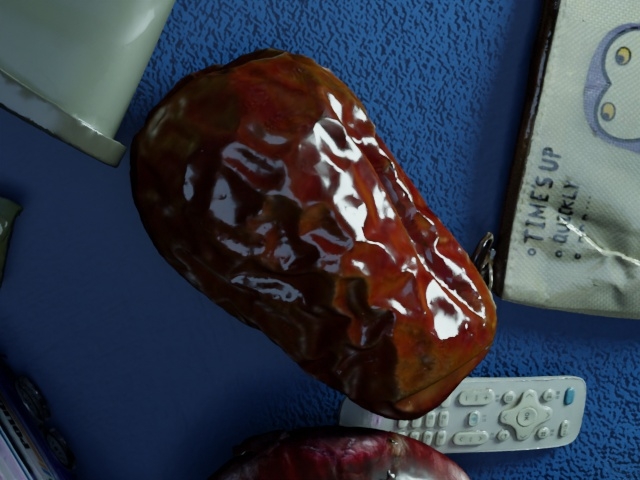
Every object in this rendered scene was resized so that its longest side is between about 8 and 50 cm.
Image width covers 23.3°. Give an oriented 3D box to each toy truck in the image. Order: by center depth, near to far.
[{"bbox_3d":[-0.256,0.232,1.283,0.124,0.155,0.268,-34,80,2],"label":"toy truck"}]

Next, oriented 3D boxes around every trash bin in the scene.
[{"bbox_3d":[-0.200,-0.217,1.218,0.219,0.220,0.250,28,90,-11],"label":"trash bin"}]

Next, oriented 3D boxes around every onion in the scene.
[{"bbox_3d":[0.014,0.305,1.313,0.313,0.232,0.314,-1,102,-4],"label":"onion"}]

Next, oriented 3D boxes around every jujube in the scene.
[{"bbox_3d":[0.000,0.000,1.273,0.216,0.216,0.342,-41,103,3],"label":"jujube"}]

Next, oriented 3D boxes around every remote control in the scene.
[{"bbox_3d":[0.126,0.152,1.395,0.229,0.044,0.073,-1,111,-13],"label":"remote control"}]

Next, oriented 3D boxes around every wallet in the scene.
[{"bbox_3d":[0.283,-0.074,1.355,0.274,0.068,0.335,11,97,-5],"label":"wallet"}]

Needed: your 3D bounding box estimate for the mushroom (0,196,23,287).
[{"bbox_3d":[-0.410,-0.025,1.295,0.312,0.081,0.100,12,102,-12],"label":"mushroom"}]
